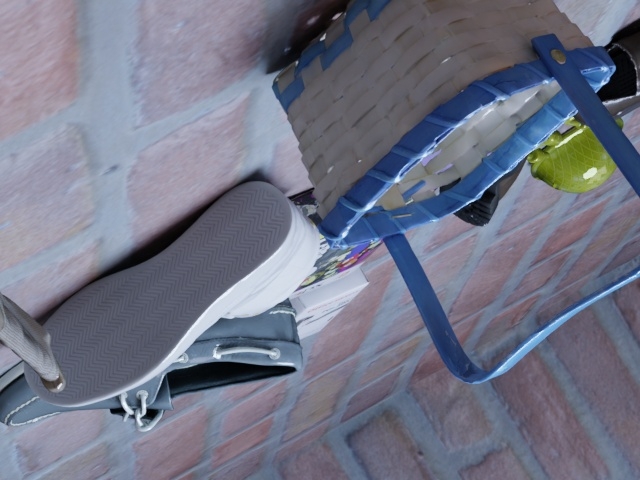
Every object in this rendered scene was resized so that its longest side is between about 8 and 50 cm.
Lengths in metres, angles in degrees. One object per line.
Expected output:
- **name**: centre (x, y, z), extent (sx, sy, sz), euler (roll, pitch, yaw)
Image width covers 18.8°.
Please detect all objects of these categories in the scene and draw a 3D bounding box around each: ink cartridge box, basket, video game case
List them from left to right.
- **ink cartridge box**: centre (-0.021, 0.068, 2.183), extent (0.099, 0.056, 0.135), euler (-22, 165, -35)
- **video game case**: centre (0.000, 0.000, 1.996), extent (0.210, 0.041, 0.232), euler (-22, 165, -37)
- **basket**: centre (0.117, -0.063, 1.439), extent (0.201, 0.289, 0.255), euler (-13, 162, -42)

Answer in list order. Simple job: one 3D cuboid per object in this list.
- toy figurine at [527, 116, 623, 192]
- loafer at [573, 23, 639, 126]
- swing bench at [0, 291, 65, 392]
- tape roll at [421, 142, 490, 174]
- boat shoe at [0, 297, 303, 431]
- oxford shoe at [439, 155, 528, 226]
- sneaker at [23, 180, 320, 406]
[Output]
- **toy figurine**: centre (0.435, -0.102, 2.236), extent (0.363, 0.217, 0.191), euler (-35, 167, 14)
- **loafer**: centre (0.344, -0.186, 2.002), extent (0.220, 0.080, 0.078), euler (-37, 167, 23)
- **swing bench**: centre (-0.323, 0.079, 1.263), extent (0.255, 0.165, 0.253), euler (-35, 168, -7)
- **tape roll**: centre (0.139, -0.135, 1.710), extent (0.189, 0.080, 0.189), euler (-30, 169, -7)
- **boat shoe**: centre (-0.170, 0.132, 1.904), extent (0.320, 0.099, 0.116), euler (-19, 164, -7)
- **oxford shoe**: centre (0.178, -0.105, 1.977), extent (0.096, 0.083, 0.227), euler (-53, 173, -22)
- **sneaker**: centre (-0.125, 0.065, 1.799), extent (0.292, 0.108, 0.169), euler (-34, 165, 7)
